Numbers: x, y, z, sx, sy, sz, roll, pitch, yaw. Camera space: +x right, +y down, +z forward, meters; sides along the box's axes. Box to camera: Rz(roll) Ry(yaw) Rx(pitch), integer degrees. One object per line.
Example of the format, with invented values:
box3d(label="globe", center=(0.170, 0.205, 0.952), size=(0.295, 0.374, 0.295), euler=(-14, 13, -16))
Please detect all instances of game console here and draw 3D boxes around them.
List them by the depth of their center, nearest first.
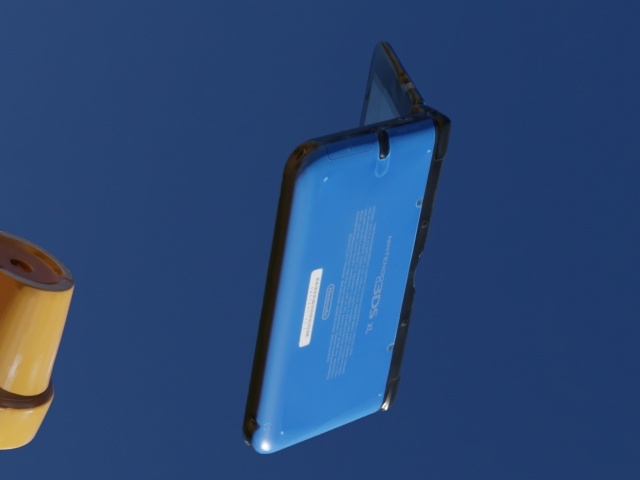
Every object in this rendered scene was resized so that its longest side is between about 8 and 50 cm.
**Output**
box3d(label="game console", center=(0.000, 0.000, 1.630), size=(0.173, 0.250, 0.293), euler=(32, -56, 37))

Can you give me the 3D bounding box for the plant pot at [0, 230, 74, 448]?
box3d(label="plant pot", center=(-0.372, 0.099, 2.087), size=(0.205, 0.205, 0.188), euler=(46, -67, 44))
